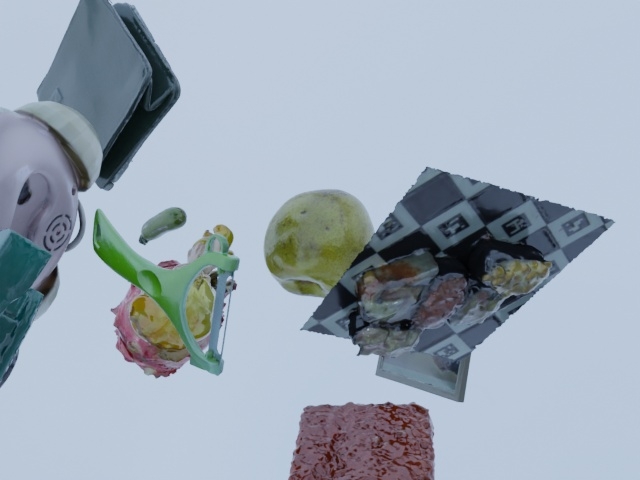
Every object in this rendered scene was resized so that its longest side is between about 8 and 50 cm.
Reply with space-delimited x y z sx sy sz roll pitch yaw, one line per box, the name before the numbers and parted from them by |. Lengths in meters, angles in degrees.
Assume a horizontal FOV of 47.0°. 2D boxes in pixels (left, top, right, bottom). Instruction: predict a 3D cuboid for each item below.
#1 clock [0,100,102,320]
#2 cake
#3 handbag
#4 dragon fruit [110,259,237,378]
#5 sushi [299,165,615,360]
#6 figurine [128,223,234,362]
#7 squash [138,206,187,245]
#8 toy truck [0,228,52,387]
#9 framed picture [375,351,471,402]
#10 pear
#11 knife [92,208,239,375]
clock | -0.451 -0.030 0.977 0.184 0.326 0.342 30 -79 13
cake | 0.089 0.510 1.403 0.269 0.319 0.270 -1 -157 8
handbag | -0.373 -0.252 1.246 0.260 0.079 0.247 -46 -118 25
dragon fruit | -0.278 0.137 1.409 0.268 0.210 0.205 -33 -159 24
sushi | 0.168 0.064 0.875 0.294 0.292 0.059 -54 -143 33
figurine | -0.206 0.075 1.149 0.156 0.131 0.246 -25 -153 44
squash | -0.348 -0.034 1.605 0.183 0.052 0.052 -20 -131 47
toy truck | -0.315 0.145 0.482 0.178 0.176 0.363 3 -118 47
framed picture | 0.200 0.189 1.412 0.265 0.018 0.192 0 -102 61
pear | 0.000 0.000 1.274 0.197 0.197 0.197 -25 -133 30
knife | -0.104 0.013 0.441 0.166 0.022 0.078 26 -73 43
